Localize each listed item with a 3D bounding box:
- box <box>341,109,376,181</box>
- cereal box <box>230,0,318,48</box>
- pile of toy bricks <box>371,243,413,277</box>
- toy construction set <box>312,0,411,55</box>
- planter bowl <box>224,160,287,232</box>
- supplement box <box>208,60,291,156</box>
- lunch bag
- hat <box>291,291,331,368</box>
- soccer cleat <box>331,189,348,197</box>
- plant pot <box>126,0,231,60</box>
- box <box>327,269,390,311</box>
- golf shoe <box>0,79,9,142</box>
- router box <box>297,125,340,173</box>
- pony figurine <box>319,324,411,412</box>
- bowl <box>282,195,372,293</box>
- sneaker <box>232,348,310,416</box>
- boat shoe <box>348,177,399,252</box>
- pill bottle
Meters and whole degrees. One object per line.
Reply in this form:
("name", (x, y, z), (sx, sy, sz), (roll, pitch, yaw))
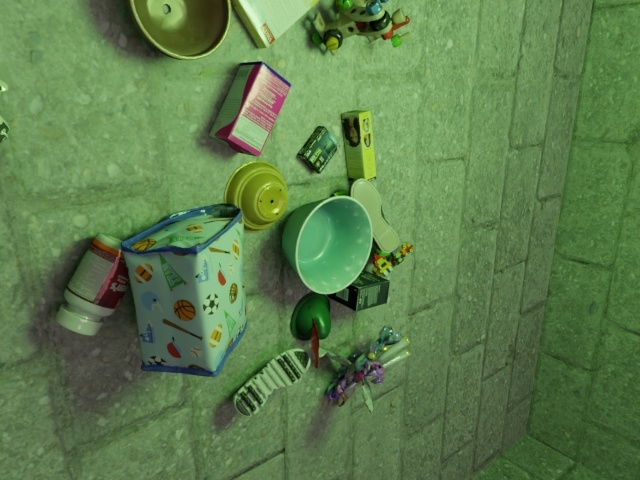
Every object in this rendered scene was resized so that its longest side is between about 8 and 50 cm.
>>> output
("box", (0.129, -0.310, 1.548), (0.058, 0.087, 0.232), (-27, 118, -34))
("cereal box", (-0.123, -0.660, 1.248), (0.240, 0.047, 0.173), (-49, 129, -17))
("pile of toy bricks", (0.247, 0.060, 1.762), (0.212, 0.118, 0.105), (-35, 85, -38))
("toy construction set", (0.107, -0.656, 1.384), (0.309, 0.237, 0.257), (8, 68, -58))
("planter bowl", (-0.162, -0.120, 1.357), (0.217, 0.090, 0.217), (-14, 112, -38))
("supplement box", (-0.189, -0.350, 1.247), (0.114, 0.111, 0.219), (28, 86, -43))
("lunch bag", (-0.304, 0.100, 1.185), (0.385, 0.239, 0.327), (-57, 148, -67))
("hat", (0.018, 0.301, 1.580), (0.173, 0.184, 0.208), (15, 94, -42))
("soccer cleat", (0.070, -0.082, 1.594), (0.072, 0.060, 0.178), (-12, 105, -27))
("plant pot", (-0.334, -0.536, 1.066), (0.238, 0.110, 0.237), (-13, 111, -37))
("box", (0.135, 0.172, 1.657), (0.158, 0.156, 0.093), (-8, 110, -39))
("golf shoe", (-0.667, -0.190, 0.901), (0.120, 0.105, 0.272), (-7, 109, -46))
("router box", (-0.004, -0.287, 1.473), (0.092, 0.038, 0.122), (44, 75, -39))
("pony figurine", (0.161, 0.468, 1.704), (0.364, 0.303, 0.351), (-38, 152, -9))
("bowl", (0.000, 0.000, 1.484), (0.312, 0.163, 0.311), (-13, 111, -37))
("sneaker", (-0.165, 0.451, 1.521), (0.292, 0.118, 0.110), (-30, 89, -26))
("boat shoe", (0.168, -0.087, 1.613), (0.112, 0.095, 0.335), (-39, 126, -6))
("pill bottle", (-0.522, 0.103, 1.100), (0.121, 0.121, 0.221), (32, 82, -42))
